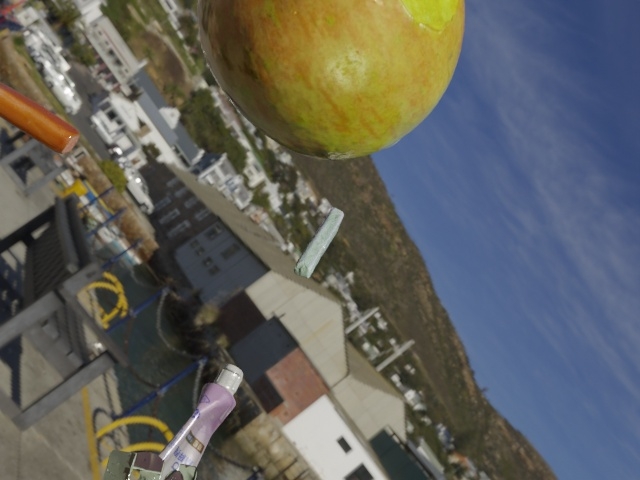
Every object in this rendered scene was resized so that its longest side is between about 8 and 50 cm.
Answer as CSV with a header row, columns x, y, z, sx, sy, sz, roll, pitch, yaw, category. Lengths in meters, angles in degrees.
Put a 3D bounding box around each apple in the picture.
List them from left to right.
x,y,z,sx,sy,sz,roll,pitch,yaw,category
0.020,-0.270,0.868,0.339,0.339,0.339,52,-9,11,apple

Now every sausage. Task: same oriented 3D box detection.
x,y,z,sx,sy,sz,roll,pitch,yaw,category
-0.384,-0.162,0.898,0.131,0.039,0.041,32,23,-6,sausage

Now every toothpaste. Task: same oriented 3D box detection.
x,y,z,sx,sy,sz,roll,pitch,yaw,category
-0.176,0.275,0.802,0.048,0.301,0.075,-5,-47,40,toothpaste

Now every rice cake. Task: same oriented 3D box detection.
x,y,z,sx,sy,sz,roll,pitch,yaw,category
0.001,0.000,1.299,0.033,0.208,0.033,21,-50,9,rice cake

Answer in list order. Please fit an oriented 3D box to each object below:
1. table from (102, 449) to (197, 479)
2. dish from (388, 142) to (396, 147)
x,y,z,sx,sy,sz,roll,pitch,yaw,category
-0.176,0.270,0.579,0.062,0.175,0.146,4,-21,13,table
0.071,-0.191,1.157,0.141,0.078,0.141,18,-34,12,dish
